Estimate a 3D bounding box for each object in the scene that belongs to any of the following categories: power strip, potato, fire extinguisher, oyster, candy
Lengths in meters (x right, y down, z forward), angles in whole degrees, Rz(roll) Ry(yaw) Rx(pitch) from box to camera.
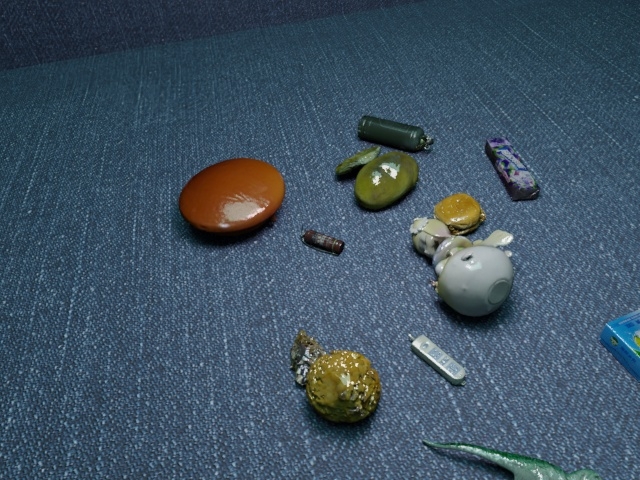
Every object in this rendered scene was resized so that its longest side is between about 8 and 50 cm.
[{"bbox_3d":[0.295,0.300,1.337,0.047,0.030,0.191,-32,50,-25],"label":"power strip"},{"bbox_3d":[0.222,-0.206,1.786,0.248,0.143,0.169,-38,62,-17],"label":"potato"},{"bbox_3d":[0.000,0.000,1.667,0.158,0.043,0.064,20,92,25],"label":"fire extinguisher"},{"bbox_3d":[0.295,-0.406,2.004,0.311,0.114,0.096,19,90,22],"label":"fire extinguisher"},{"bbox_3d":[-0.036,0.297,1.360,0.103,0.051,0.148,-18,45,-13],"label":"oyster"},{"bbox_3d":[0.669,-0.258,1.843,0.088,0.061,0.312,-6,44,-3],"label":"candy"}]

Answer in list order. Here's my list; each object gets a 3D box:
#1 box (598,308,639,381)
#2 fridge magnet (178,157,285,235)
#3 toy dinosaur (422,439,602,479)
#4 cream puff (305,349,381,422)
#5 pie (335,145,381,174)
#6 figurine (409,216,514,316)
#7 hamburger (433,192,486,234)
[{"bbox_3d":[0.827,0.245,1.304,0.194,0.073,0.139,-19,45,-13],"label":"box"},{"bbox_3d":[-0.296,-0.147,1.768,0.363,0.155,0.364,-3,45,3],"label":"fridge magnet"},{"bbox_3d":[0.400,0.505,1.090,0.382,0.076,0.129,11,40,12],"label":"toy dinosaur"},{"bbox_3d":[0.056,0.344,1.244,0.188,0.130,0.189,-2,46,2],"label":"cream puff"},{"bbox_3d":[0.136,-0.285,1.885,0.186,0.041,0.187,-26,13,6],"label":"pie"},{"bbox_3d":[0.400,0.036,1.495,0.274,0.227,0.394,-32,35,-7],"label":"figurine"},{"bbox_3d":[0.443,-0.084,1.676,0.147,0.083,0.138,-26,52,-15],"label":"hamburger"}]
